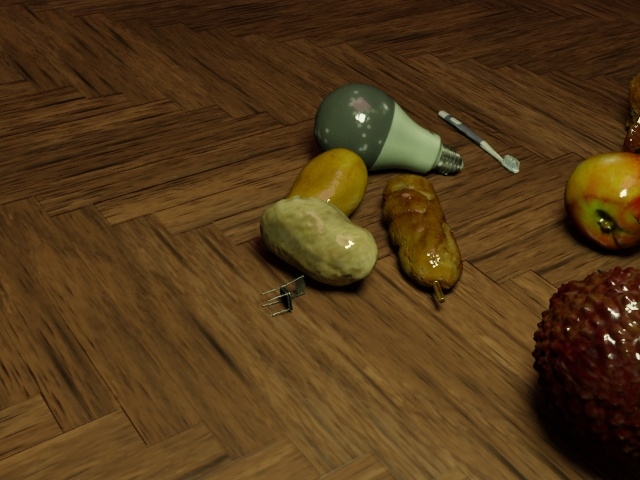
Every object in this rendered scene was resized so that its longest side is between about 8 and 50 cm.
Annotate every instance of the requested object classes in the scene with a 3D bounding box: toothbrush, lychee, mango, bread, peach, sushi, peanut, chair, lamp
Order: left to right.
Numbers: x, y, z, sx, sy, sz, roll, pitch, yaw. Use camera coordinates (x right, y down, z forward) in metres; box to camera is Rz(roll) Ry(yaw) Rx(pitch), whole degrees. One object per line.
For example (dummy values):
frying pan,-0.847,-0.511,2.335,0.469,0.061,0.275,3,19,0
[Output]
chair,-0.053,0.091,1.327,0.086,0.037,0.042,-22,31,-25
peanut,0.000,0.000,1.384,0.224,0.129,0.129,32,44,24
mango,0.007,-0.090,1.539,0.136,0.099,0.227,27,49,22
lamp,0.135,-0.219,1.697,0.314,0.182,0.182,12,31,-26
bread,0.186,-0.011,1.456,0.124,0.084,0.344,-1,36,-7
toothbrush,0.351,-0.229,1.826,0.024,0.026,0.288,-11,38,-26
peach,0.549,-0.081,1.508,0.197,0.197,0.197,3,36,-2
lychee,0.424,0.166,1.083,0.264,0.264,0.300,-11,17,-20
sushi,0.795,-0.300,1.879,0.167,0.179,0.296,1,29,25

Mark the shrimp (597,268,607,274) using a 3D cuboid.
shrimp,0.591,0.131,1.334,0.169,0.058,0.296,-12,42,-31
